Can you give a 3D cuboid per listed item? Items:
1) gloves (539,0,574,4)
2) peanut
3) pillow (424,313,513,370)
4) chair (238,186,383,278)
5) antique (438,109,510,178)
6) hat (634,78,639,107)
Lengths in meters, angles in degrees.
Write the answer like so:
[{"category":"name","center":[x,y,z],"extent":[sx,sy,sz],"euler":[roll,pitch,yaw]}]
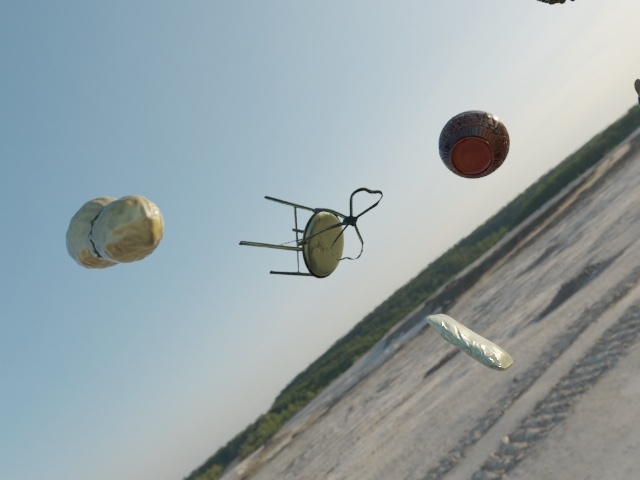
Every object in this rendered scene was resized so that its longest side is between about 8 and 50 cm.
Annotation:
[{"category":"gloves","center":[0.334,-0.494,0.872],"extent":[0.135,0.312,0.210],"euler":[16,-42,-40]},{"category":"peanut","center":[-0.340,-0.018,0.980],"extent":[0.123,0.123,0.257],"euler":[-30,11,-40]},{"category":"pillow","center":[0.367,0.248,1.463],"extent":[0.128,0.229,0.051],"euler":[14,-74,-56]},{"category":"chair","center":[0.000,0.000,1.228],"extent":[0.170,0.326,0.160],"euler":[51,-125,-42]},{"category":"antique","center":[0.218,-0.137,0.843],"extent":[0.104,0.104,0.104],"euler":[-38,-11,-9]},{"category":"hat","center":[0.816,-0.370,1.481],"extent":[0.042,0.058,0.087],"euler":[-18,-49,18]}]
